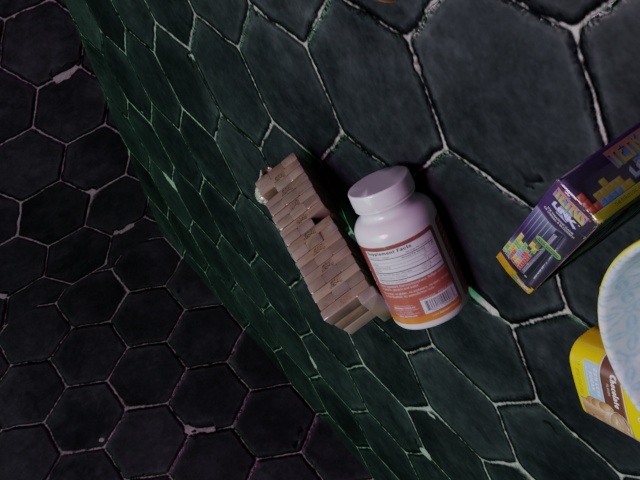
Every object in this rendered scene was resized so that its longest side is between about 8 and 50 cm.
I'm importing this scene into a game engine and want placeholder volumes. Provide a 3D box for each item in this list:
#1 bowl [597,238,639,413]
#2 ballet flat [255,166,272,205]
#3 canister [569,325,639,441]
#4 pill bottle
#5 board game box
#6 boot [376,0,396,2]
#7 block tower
[{"bbox_3d":[0.364,0.074,0.507,0.289,0.156,0.289,48,159,25],"label":"bowl"},{"bbox_3d":[-0.059,-0.090,1.379,0.241,0.091,0.077,22,119,53],"label":"ballet flat"},{"bbox_3d":[0.365,0.173,0.793,0.170,0.073,0.126,26,144,58],"label":"canister"},{"bbox_3d":[0.122,0.009,1.036,0.121,0.121,0.216,17,137,61],"label":"pill bottle"},{"bbox_3d":[0.240,-0.040,0.599,0.048,0.170,0.141,52,159,18],"label":"board game box"},{"bbox_3d":[0.107,-0.310,0.614,0.270,0.089,0.236,29,147,51],"label":"boot"},{"bbox_3d":[0.000,0.000,1.195,0.091,0.097,0.335,37,-162,-53],"label":"block tower"}]
